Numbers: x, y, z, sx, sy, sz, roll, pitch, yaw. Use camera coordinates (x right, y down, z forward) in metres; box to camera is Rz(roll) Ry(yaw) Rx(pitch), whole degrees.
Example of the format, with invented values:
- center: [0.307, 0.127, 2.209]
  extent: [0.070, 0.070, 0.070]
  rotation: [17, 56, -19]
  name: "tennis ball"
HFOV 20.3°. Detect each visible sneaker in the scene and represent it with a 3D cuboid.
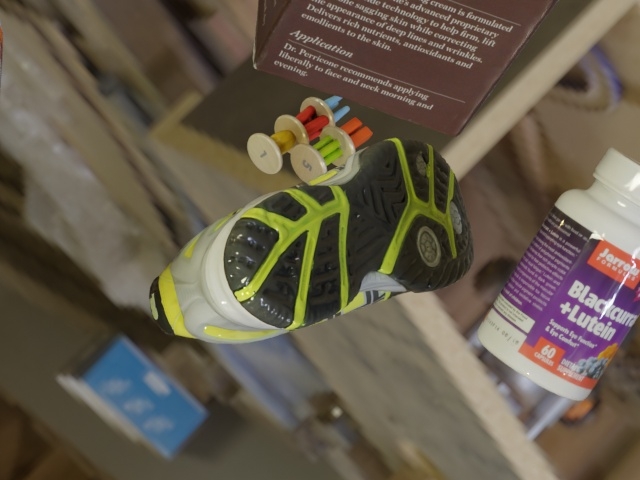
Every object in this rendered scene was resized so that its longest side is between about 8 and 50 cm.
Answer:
- center: [0.000, 0.000, 1.571]
  extent: [0.147, 0.385, 0.145]
  rotation: [-16, 86, 37]
  name: "sneaker"

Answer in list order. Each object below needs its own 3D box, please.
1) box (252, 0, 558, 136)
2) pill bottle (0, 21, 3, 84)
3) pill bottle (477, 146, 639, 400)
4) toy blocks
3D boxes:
- center: [0.068, -0.214, 1.255]
  extent: [0.168, 0.167, 0.203]
  rotation: [18, 137, -17]
  name: "box"
- center: [-0.293, -0.079, 1.289]
  extent: [0.121, 0.121, 0.221]
  rotation: [65, -164, -50]
  name: "pill bottle"
- center: [0.222, 0.025, 1.470]
  extent: [0.108, 0.193, 0.108]
  rotation: [29, -171, -5]
  name: "pill bottle"
- center: [0.006, -0.127, 2.106]
  extent: [0.123, 0.148, 0.054]
  rotation: [16, 129, 38]
  name: "toy blocks"
